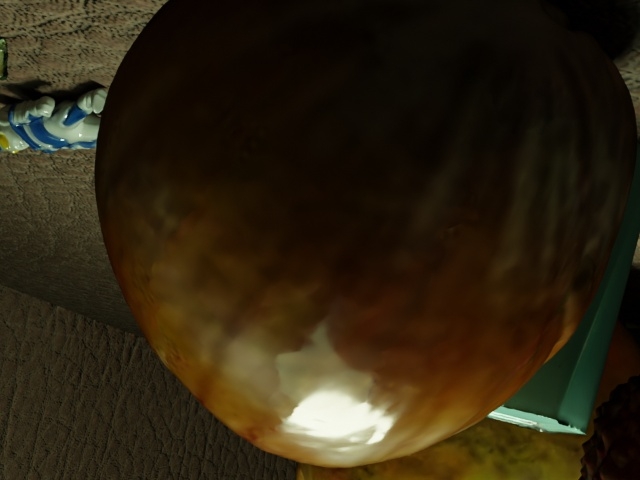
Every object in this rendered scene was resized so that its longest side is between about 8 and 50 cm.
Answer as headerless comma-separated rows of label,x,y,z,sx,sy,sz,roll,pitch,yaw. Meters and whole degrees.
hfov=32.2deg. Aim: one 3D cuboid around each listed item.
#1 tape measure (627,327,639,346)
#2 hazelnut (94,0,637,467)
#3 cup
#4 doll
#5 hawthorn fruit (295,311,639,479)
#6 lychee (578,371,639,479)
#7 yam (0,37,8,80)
tape measure,0.488,0.169,1.409,0.181,0.107,0.182,22,166,-14
hazelnut,0.030,-0.027,0.733,0.372,0.315,0.372,-10,148,-6
cup,0.183,0.034,0.912,0.134,0.235,0.148,13,169,14
doll,-0.282,-0.121,1.193,0.227,0.057,0.114,2,166,38
hawthorn fruit,0.191,0.255,1.336,0.472,0.471,0.472,15,167,3
lychee,0.330,0.205,0.861,0.264,0.264,0.300,16,-154,-2
yam,-0.313,-0.175,1.087,0.014,0.014,0.107,18,167,-12
